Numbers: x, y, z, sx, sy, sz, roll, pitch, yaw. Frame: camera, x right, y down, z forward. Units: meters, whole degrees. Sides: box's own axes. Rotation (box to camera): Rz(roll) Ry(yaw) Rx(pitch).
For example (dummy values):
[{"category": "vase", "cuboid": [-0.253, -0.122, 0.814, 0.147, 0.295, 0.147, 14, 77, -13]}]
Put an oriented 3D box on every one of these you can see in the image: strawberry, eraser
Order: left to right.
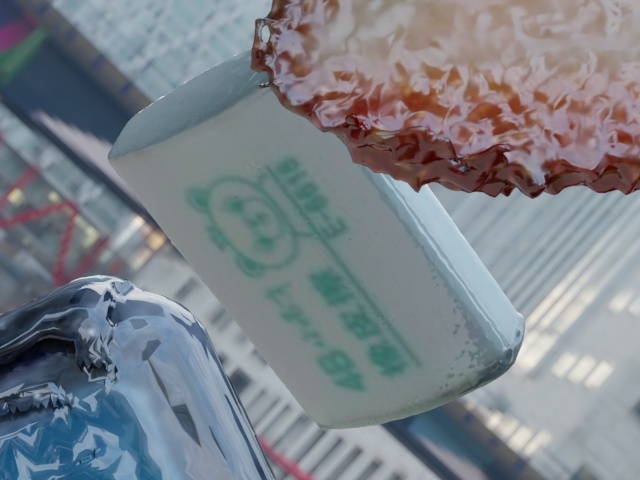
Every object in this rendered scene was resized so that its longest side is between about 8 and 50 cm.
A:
[{"category": "eraser", "cuboid": [0.000, 0.000, 1.346, 0.189, 0.104, 0.290, -21, -62, 35]}, {"category": "strawberry", "cuboid": [0.111, -0.123, 0.916, 0.138, 0.306, 0.233, 105, -21, -74]}]

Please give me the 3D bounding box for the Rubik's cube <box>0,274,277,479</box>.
[{"category": "Rubik's cube", "cuboid": [-0.123, 0.229, 0.467, 0.313, 0.318, 0.316, 65, -12, 8]}]
